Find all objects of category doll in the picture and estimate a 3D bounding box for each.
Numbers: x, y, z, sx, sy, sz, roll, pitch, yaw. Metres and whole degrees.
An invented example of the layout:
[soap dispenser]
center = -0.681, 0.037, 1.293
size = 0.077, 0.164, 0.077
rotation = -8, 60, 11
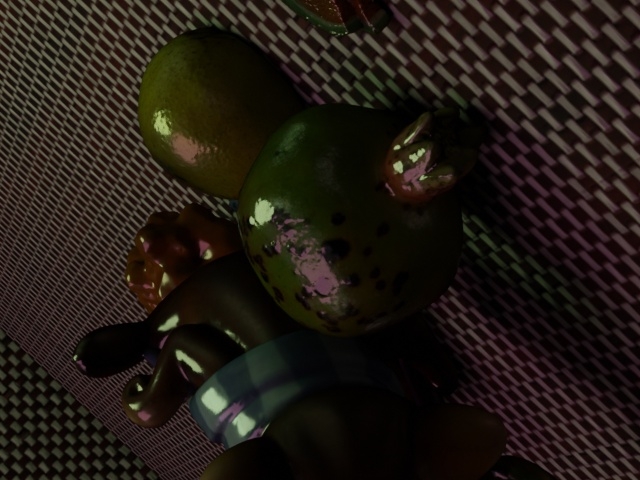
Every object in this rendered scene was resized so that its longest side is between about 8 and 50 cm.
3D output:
[doll]
center = 0.002, 0.136, 1.446
size = 0.340, 0.318, 0.209
rotation = -122, 26, -53

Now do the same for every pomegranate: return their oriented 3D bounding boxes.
[pomegranate]
center = 0.034, -0.022, 1.330
size = 0.159, 0.159, 0.205
rotation = 44, 138, -6

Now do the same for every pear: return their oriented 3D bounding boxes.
[pear]
center = -0.081, -0.086, 1.503
size = 0.141, 0.104, 0.141
rotation = 42, 163, 16

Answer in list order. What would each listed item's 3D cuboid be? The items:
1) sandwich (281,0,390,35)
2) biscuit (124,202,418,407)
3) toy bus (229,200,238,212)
[sandwich]
center = -0.015, -0.173, 1.253
size = 0.135, 0.029, 0.067
rotation = 43, 164, -2
[biscuit]
center = -0.032, 0.101, 1.768
size = 0.318, 0.110, 0.312
rotation = 40, 172, 7
[toy bus]
center = 0.000, 0.000, 1.624
size = 0.166, 0.047, 0.065
rotation = 39, 161, 9
